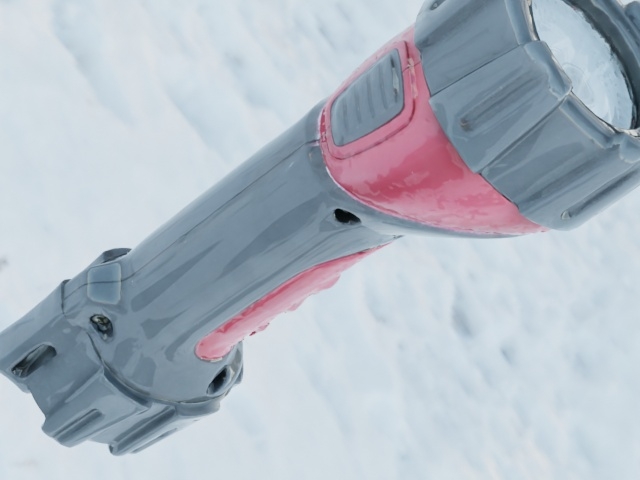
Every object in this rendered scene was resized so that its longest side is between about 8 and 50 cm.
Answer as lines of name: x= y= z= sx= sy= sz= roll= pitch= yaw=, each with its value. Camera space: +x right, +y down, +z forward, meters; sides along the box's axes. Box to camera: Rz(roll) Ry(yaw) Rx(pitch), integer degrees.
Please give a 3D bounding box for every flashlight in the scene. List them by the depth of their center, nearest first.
flashlight: x=0.000 y=0.000 z=0.610 sx=0.103 sy=0.304 sz=0.103 roll=55 pitch=38 yaw=1
